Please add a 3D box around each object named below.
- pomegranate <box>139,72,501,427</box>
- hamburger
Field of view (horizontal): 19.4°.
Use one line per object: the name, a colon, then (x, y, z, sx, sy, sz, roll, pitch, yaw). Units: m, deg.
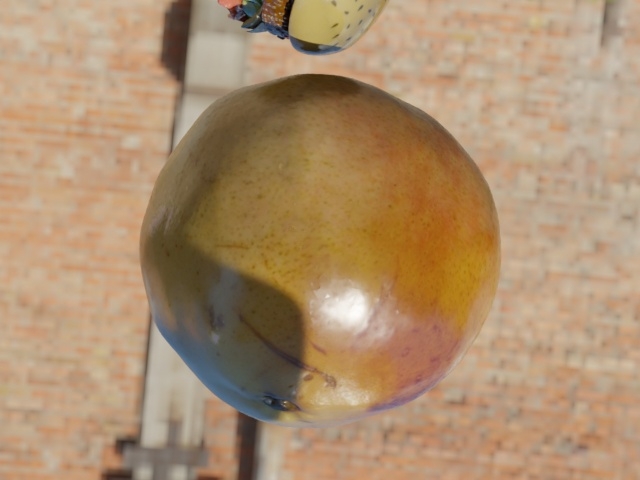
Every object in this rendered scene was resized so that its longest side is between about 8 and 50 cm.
pomegranate: (0.000, 0.000, 1.593, 0.319, 0.319, 0.319, 6, -174, -1)
hamburger: (-0.003, -0.239, 1.622, 0.137, 0.175, 0.175, 35, -164, 20)
